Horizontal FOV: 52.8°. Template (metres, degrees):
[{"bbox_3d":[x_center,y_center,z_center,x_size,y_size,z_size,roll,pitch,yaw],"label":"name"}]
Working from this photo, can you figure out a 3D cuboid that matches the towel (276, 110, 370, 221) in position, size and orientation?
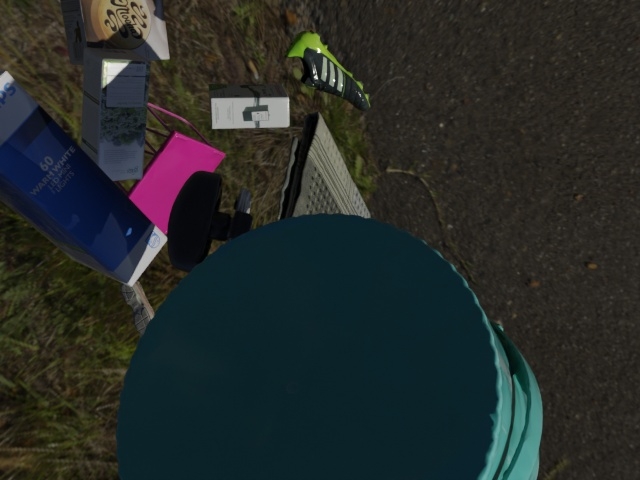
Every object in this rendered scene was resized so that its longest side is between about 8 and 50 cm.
[{"bbox_3d":[0.000,0.000,1.053,0.056,0.324,0.312,0,59,22],"label":"towel"}]

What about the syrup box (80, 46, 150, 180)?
[{"bbox_3d":[-0.391,-0.235,1.222,0.093,0.096,0.236,-10,123,-39],"label":"syrup box"}]

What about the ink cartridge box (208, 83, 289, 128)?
[{"bbox_3d":[-0.195,-0.366,1.749,0.209,0.153,0.086,-3,118,-11],"label":"ink cartridge box"}]

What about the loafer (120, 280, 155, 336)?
[{"bbox_3d":[-0.341,0.131,1.243,0.045,0.039,0.125,-29,84,26],"label":"loafer"}]

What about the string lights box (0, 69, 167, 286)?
[{"bbox_3d":[-0.296,-0.063,0.688,0.076,0.133,0.259,-57,141,-21],"label":"string lights box"}]

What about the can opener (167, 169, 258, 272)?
[{"bbox_3d":[-0.117,0.074,0.629,0.093,0.074,0.280,10,75,-1],"label":"can opener"}]

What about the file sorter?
[{"bbox_3d":[-0.453,-0.198,1.754,0.182,0.202,0.290,46,104,27],"label":"file sorter"}]

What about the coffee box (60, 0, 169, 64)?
[{"bbox_3d":[-0.409,-0.498,1.249,0.168,0.119,0.296,-16,112,-36],"label":"coffee box"}]

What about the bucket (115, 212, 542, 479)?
[{"bbox_3d":[0.013,0.128,0.449,0.281,0.183,0.281,-10,59,16],"label":"bucket"}]

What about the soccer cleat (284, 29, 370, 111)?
[{"bbox_3d":[0.013,-0.274,1.091,0.072,0.060,0.179,-47,117,0],"label":"soccer cleat"}]
